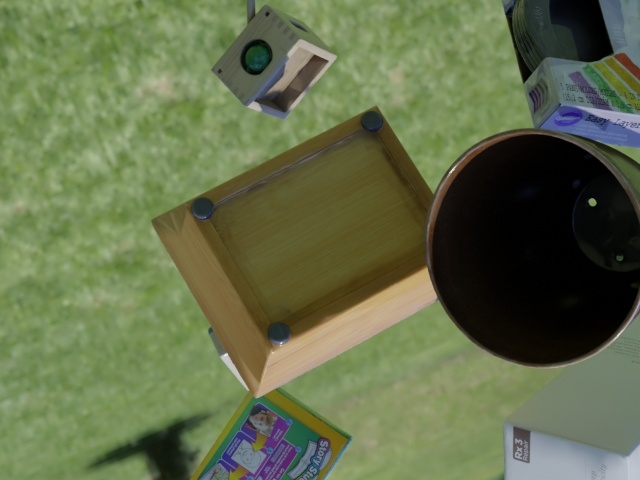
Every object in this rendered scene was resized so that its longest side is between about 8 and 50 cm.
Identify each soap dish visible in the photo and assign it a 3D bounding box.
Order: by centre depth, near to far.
[{"bbox_3d":[0.000,0.000,1.622,0.291,0.229,0.118,-28,167,-15],"label":"soap dish"}]

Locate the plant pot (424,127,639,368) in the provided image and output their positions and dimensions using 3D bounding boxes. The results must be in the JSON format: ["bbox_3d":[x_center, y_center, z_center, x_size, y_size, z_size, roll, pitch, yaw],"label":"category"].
[{"bbox_3d":[0.248,-0.006,1.437,0.215,0.215,0.230,-27,172,32],"label":"plant pot"}]

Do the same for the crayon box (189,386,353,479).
[{"bbox_3d":[-0.096,0.360,2.230,0.278,0.165,0.081,-56,172,-4],"label":"crayon box"}]

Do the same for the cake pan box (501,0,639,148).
[{"bbox_3d":[0.346,-0.232,1.818,0.267,0.245,0.070,6,147,-24],"label":"cake pan box"}]

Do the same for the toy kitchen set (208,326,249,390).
[{"bbox_3d":[-0.047,0.049,1.838,0.207,0.166,0.122,-28,151,-1],"label":"toy kitchen set"}]

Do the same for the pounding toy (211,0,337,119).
[{"bbox_3d":[-0.067,-0.242,1.900,0.130,0.100,0.141,-49,157,14],"label":"pounding toy"}]

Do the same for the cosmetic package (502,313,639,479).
[{"bbox_3d":[0.359,0.236,1.720,0.156,0.217,0.385,11,-153,33],"label":"cosmetic package"}]
